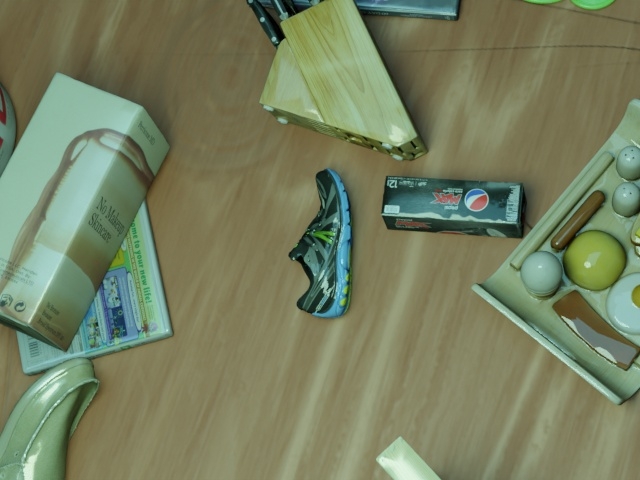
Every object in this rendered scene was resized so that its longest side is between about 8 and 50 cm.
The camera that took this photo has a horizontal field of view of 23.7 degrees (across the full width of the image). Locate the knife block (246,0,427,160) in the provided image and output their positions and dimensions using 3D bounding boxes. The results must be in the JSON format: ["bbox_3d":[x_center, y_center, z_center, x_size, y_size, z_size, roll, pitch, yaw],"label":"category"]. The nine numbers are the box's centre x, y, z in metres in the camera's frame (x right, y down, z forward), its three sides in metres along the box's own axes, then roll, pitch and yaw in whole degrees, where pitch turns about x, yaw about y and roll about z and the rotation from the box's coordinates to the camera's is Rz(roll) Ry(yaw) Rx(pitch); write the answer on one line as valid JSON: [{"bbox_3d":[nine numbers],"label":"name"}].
[{"bbox_3d":[0.032,-0.251,1.897,0.276,0.088,0.242,19,86,16],"label":"knife block"}]

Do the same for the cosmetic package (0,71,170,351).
[{"bbox_3d":[-0.315,-0.032,1.854,0.129,0.153,0.296,22,79,15],"label":"cosmetic package"}]

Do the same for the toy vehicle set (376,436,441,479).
[{"bbox_3d":[0.143,0.300,1.626,0.035,0.267,0.166,-42,72,-4],"label":"toy vehicle set"}]

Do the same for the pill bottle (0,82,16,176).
[{"bbox_3d":[-0.540,-0.191,1.833,0.229,0.407,0.229,-3,72,10],"label":"pill bottle"}]

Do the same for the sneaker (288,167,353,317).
[{"bbox_3d":[0.000,0.000,1.852,0.078,0.067,0.188,2,76,5],"label":"sneaker"}]

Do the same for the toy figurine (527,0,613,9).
[{"bbox_3d":[0.291,-0.371,1.866,0.173,0.159,0.130,35,82,18],"label":"toy figurine"}]

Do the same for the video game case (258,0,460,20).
[{"bbox_3d":[0.056,-0.388,1.987,0.274,0.026,0.196,6,74,11],"label":"video game case"}]

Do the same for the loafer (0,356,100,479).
[{"bbox_3d":[-0.340,0.262,1.823,0.092,0.102,0.268,35,91,17],"label":"loafer"}]

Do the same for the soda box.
[{"bbox_3d":[0.161,-0.040,1.839,0.169,0.060,0.053,4,72,13],"label":"soda box"}]

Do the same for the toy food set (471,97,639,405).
[{"bbox_3d":[0.354,0.010,1.769,0.220,0.092,0.306,39,84,19],"label":"toy food set"}]

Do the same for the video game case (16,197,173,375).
[{"bbox_3d":[-0.297,0.046,1.918,0.193,0.023,0.212,-16,70,6],"label":"video game case"}]
